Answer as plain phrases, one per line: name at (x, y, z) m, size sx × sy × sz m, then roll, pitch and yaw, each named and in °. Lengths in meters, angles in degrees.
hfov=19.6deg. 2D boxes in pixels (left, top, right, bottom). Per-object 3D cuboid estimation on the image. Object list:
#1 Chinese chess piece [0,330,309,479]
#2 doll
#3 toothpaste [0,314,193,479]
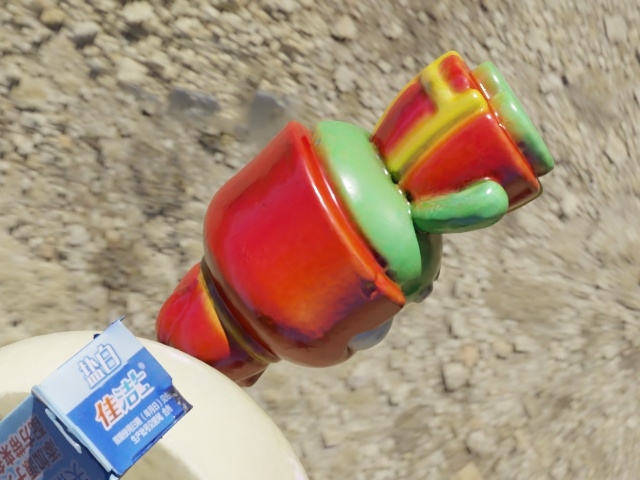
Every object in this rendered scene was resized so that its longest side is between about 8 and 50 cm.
Chinese chess piece at (-0.116, 0.169, 0.985) m, size 0.251 × 0.097 × 0.251 m, roll 6°, pitch 109°, yaw 19°
doll at (0.001, 0.000, 1.388) m, size 0.363 × 0.160 × 0.183 m, roll -40°, pitch 37°, yaw 15°
toothpaste at (-0.157, 0.127, 0.800) m, size 0.053 × 0.066 × 0.272 m, roll 50°, pitch 129°, yaw 1°
